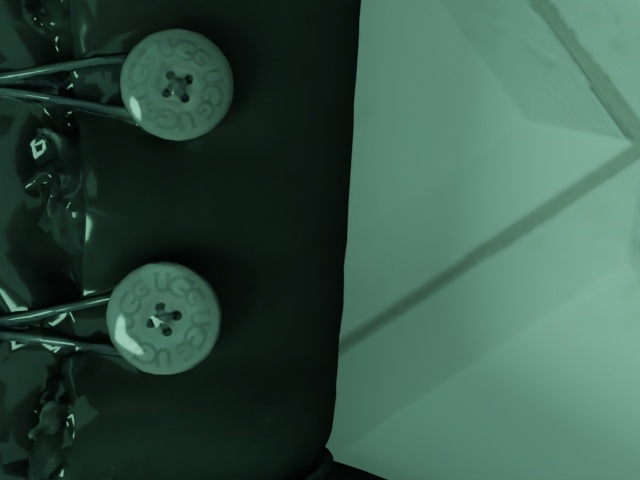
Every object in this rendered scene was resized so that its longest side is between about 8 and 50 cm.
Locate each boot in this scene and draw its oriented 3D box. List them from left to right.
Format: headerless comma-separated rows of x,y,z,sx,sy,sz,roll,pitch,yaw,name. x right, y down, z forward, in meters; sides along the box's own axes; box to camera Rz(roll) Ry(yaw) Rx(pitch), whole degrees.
-0.002,0.000,0.409,0.366,0.146,0.445,0,83,-19,boot
